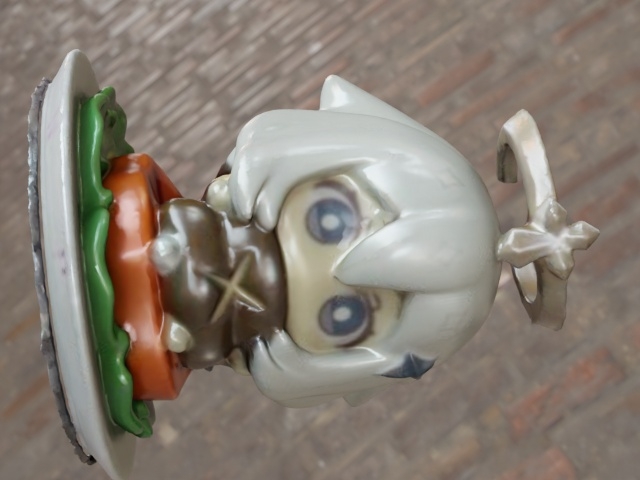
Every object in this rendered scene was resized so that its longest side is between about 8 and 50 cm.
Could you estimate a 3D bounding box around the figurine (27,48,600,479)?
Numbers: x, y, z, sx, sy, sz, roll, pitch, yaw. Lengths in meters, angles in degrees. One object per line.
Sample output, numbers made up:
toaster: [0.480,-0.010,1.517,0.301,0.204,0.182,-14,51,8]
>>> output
figurine: [0.000,0.000,0.463,0.153,0.132,0.132,-6,28,-1]
